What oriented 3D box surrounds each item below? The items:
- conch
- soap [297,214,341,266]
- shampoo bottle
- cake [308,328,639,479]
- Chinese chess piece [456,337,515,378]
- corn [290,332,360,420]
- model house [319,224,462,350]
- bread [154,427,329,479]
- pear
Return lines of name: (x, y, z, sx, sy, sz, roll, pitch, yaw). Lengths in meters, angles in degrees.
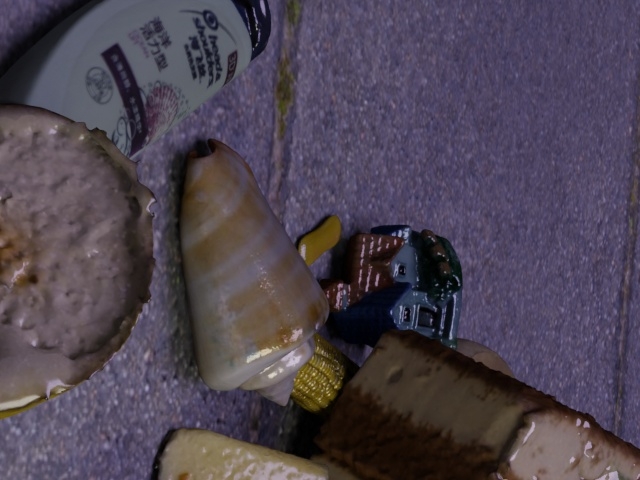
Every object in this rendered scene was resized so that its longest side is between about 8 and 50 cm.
conch: (-0.058, 0.035, 1.762, 0.158, 0.127, 0.255, -38, 123, -50)
soap: (0.000, 0.000, 1.973, 0.089, 0.012, 0.034, -40, 126, -52)
shampoo bottle: (-0.161, -0.152, 1.615, 0.359, 0.078, 0.134, -44, 127, -49)
cake: (0.145, 0.275, 1.897, 0.256, 0.282, 0.290, 33, 83, -41)
Chinese chess piece: (0.141, 0.235, 2.157, 0.250, 0.103, 0.249, -11, 103, -57)
corn: (-0.005, 0.139, 1.927, 0.203, 0.072, 0.072, 41, 58, -54)
model house: (0.066, 0.053, 2.006, 0.149, 0.119, 0.148, 14, 81, -52)
bread: (-0.115, 0.299, 1.796, 0.178, 0.135, 0.240, 23, 71, -23)
pear: (-0.243, 0.046, 1.413, 0.178, 0.267, 0.267, 93, 16, -61)
